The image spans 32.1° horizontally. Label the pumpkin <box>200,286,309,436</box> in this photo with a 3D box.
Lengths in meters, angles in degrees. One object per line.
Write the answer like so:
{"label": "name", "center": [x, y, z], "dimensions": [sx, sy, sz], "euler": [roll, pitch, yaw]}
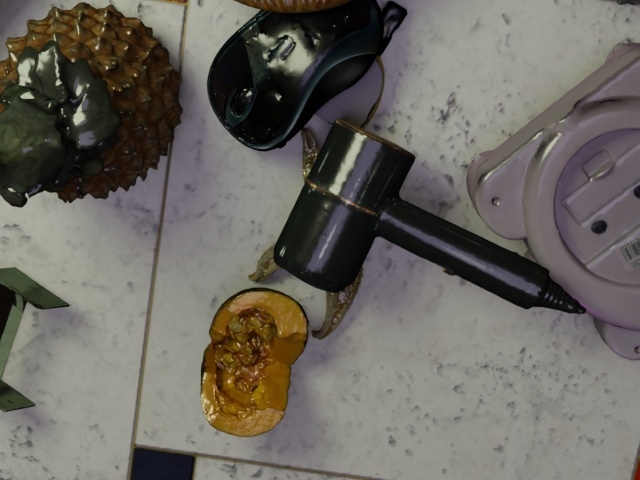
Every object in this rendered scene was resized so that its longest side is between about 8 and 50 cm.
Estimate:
{"label": "pumpkin", "center": [-0.085, 0.139, 1.376], "dimensions": [0.119, 0.107, 0.183], "euler": [19, 98, -8]}

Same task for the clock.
{"label": "clock", "center": [0.368, -0.038, 1.328], "dimensions": [0.296, 0.113, 0.322], "euler": [-38, 103, 9]}

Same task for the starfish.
{"label": "starfish", "center": [-0.002, 0.000, 1.370], "dimensions": [0.138, 0.050, 0.247], "euler": [20, 101, -3]}

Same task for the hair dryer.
{"label": "hair dryer", "center": [0.133, 0.021, 1.271], "dimensions": [0.352, 0.107, 0.189], "euler": [28, 98, 6]}

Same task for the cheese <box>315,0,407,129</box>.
{"label": "cheese", "center": [0.050, -0.210, 1.320], "dimensions": [0.086, 0.036, 0.162], "euler": [31, 102, -2]}

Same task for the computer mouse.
{"label": "computer mouse", "center": [-0.033, -0.208, 1.273], "dimensions": [0.137, 0.096, 0.233], "euler": [45, 102, 17]}

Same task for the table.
{"label": "table", "center": [-0.413, 0.106, 1.386], "dimensions": [0.175, 0.062, 0.146], "euler": [29, 105, 26]}

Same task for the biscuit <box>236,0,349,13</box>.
{"label": "biscuit", "center": [-0.028, -0.405, 1.207], "dimensions": [0.318, 0.040, 0.317], "euler": [0, 92, 3]}

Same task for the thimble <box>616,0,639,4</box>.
{"label": "thimble", "center": [0.314, -0.373, 1.209], "dimensions": [0.205, 0.172, 0.236], "euler": [-25, 105, 10]}

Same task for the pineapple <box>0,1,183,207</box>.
{"label": "pineapple", "center": [-0.269, -0.132, 1.177], "dimensions": [0.223, 0.357, 0.222], "euler": [1, 106, 3]}
